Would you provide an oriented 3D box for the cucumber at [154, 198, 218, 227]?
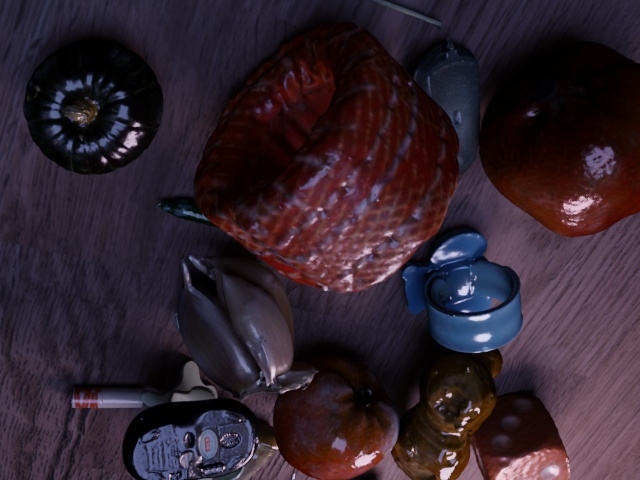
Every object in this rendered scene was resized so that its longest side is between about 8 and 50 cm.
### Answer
[{"bbox_3d":[-0.196,-0.044,1.279,0.155,0.037,0.037,14,119,-21],"label":"cucumber"}]

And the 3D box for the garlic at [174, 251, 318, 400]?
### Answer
[{"bbox_3d":[-0.142,0.147,1.310,0.210,0.237,0.292,-32,85,-1],"label":"garlic"}]

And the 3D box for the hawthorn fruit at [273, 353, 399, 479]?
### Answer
[{"bbox_3d":[0.011,0.338,1.462,0.263,0.231,0.235,-19,86,7],"label":"hawthorn fruit"}]

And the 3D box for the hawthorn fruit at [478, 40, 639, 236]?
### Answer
[{"bbox_3d":[0.410,-0.152,1.200,0.311,0.295,0.295,24,116,-30],"label":"hawthorn fruit"}]

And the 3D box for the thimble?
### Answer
[{"bbox_3d":[0.011,-0.115,1.093,0.350,0.350,0.231,-41,126,16],"label":"thimble"}]

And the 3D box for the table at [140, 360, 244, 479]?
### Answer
[{"bbox_3d":[-0.232,0.343,1.456,0.167,0.166,0.198,-26,122,6],"label":"table"}]

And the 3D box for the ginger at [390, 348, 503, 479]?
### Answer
[{"bbox_3d":[0.247,0.343,1.525,0.153,0.274,0.357,26,116,12],"label":"ginger"}]

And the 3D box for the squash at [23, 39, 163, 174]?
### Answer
[{"bbox_3d":[-0.318,-0.186,1.091,0.193,0.156,0.193,-6,105,-25],"label":"squash"}]

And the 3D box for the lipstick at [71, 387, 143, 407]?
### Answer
[{"bbox_3d":[-0.402,0.297,1.460,0.131,0.038,0.038,4,122,-14],"label":"lipstick"}]

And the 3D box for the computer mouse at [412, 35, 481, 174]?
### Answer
[{"bbox_3d":[0.196,-0.213,1.232,0.113,0.068,0.228,-18,115,-22],"label":"computer mouse"}]

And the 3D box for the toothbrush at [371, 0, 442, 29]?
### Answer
[{"bbox_3d":[0.054,-0.363,1.126,0.294,0.026,0.028,19,102,-22],"label":"toothbrush"}]

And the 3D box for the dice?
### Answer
[{"bbox_3d":[0.424,0.450,1.656,0.179,0.174,0.174,-16,123,0],"label":"dice"}]

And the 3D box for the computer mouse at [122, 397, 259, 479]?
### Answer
[{"bbox_3d":[-0.223,0.338,1.329,0.233,0.096,0.137,-3,98,-18],"label":"computer mouse"}]

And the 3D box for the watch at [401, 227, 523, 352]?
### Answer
[{"bbox_3d":[0.258,0.109,1.381,0.211,0.193,0.210,-6,122,-10],"label":"watch"}]

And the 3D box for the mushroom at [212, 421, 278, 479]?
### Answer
[{"bbox_3d":[-0.163,0.457,1.604,0.084,0.071,0.209,29,117,-21],"label":"mushroom"}]
